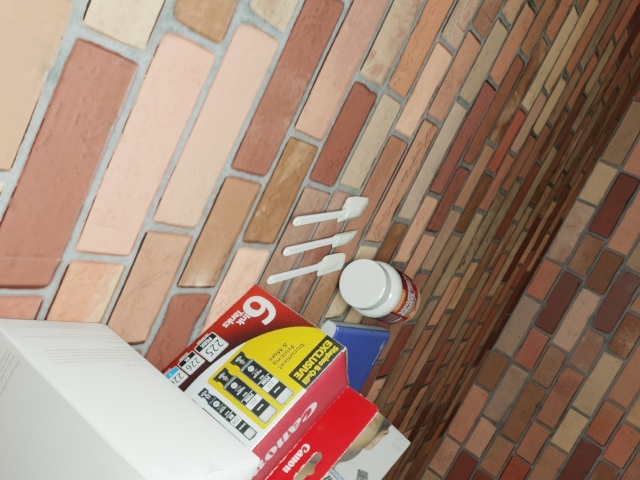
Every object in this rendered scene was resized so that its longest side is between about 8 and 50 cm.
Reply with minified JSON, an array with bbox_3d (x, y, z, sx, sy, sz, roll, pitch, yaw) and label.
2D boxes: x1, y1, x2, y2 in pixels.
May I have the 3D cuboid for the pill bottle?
[{"bbox_3d":[0.128,0.110,1.389,0.121,0.121,0.221,-59,152,1],"label":"pill bottle"}]

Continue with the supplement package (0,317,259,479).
[{"bbox_3d":[-0.251,0.237,0.715,0.175,0.293,0.177,-62,151,5],"label":"supplement package"}]

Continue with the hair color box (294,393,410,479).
[{"bbox_3d":[0.046,0.573,1.626,0.339,0.185,0.110,-41,167,-32],"label":"hair color box"}]

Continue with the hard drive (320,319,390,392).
[{"bbox_3d":[0.048,0.293,1.527,0.210,0.040,0.318,-61,152,5],"label":"hard drive"}]

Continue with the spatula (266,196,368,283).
[{"bbox_3d":[0.000,0.000,1.188,0.242,0.019,0.168,-11,132,-54],"label":"spatula"}]

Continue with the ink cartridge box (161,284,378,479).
[{"bbox_3d":[-0.102,0.266,1.009,0.309,0.271,0.130,-44,149,-26],"label":"ink cartridge box"}]
